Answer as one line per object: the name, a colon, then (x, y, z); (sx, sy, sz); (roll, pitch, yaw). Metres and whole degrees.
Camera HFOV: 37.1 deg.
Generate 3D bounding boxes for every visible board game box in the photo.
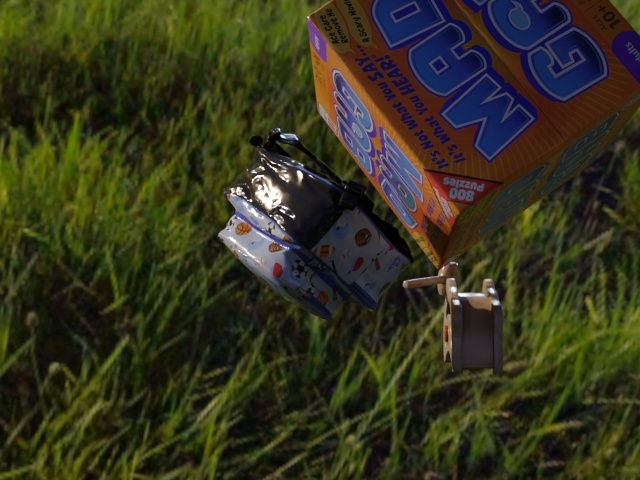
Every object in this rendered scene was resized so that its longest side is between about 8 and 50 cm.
board game box: (0.231, -0.229, 1.465); (0.356, 0.356, 0.356); (54, -6, 13)

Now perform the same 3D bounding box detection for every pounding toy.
pounding toy: (0.213, 0.145, 1.582); (0.155, 0.154, 0.269); (1, 17, 3)

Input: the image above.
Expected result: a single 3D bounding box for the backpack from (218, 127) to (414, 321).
backpack: (0.000, 0.000, 1.430); (0.263, 0.213, 0.276); (33, 5, -40)
